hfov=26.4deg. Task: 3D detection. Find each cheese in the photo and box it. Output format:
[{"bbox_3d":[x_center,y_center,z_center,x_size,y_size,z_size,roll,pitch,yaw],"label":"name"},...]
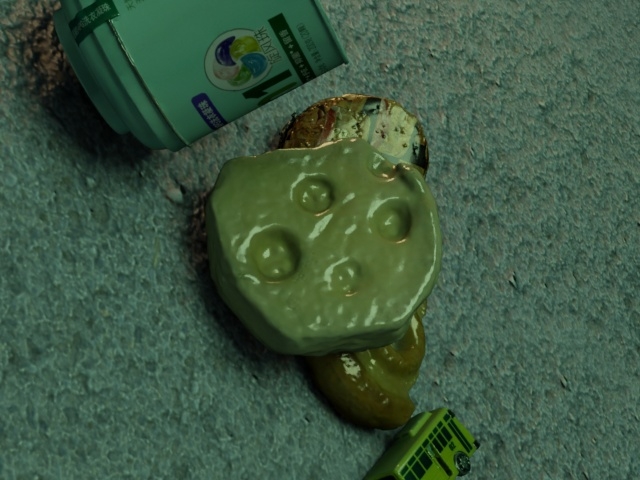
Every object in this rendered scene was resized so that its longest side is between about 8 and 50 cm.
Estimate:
[{"bbox_3d":[0.000,0.000,1.799,0.326,0.115,0.318,37,67,6],"label":"cheese"}]

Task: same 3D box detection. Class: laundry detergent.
[{"bbox_3d":[-0.161,-0.281,1.722,0.287,0.305,0.287,62,4,-7],"label":"laundry detergent"}]

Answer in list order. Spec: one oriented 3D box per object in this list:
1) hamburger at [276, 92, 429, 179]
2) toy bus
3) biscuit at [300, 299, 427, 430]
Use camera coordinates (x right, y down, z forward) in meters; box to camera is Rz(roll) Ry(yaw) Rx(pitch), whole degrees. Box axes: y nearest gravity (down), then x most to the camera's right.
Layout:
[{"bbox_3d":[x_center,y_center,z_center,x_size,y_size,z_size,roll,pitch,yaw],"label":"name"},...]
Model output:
[{"bbox_3d":[0.043,-0.109,1.963,0.231,0.107,0.231,3,78,-16],"label":"hamburger"},{"bbox_3d":[0.138,0.308,1.868,0.101,0.088,0.175,53,41,-5],"label":"toy bus"},{"bbox_3d":[0.059,0.120,1.903,0.213,0.091,0.274,32,49,-31],"label":"biscuit"}]
